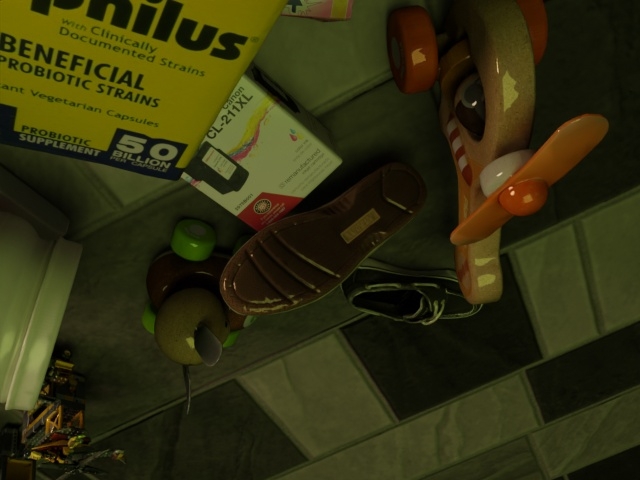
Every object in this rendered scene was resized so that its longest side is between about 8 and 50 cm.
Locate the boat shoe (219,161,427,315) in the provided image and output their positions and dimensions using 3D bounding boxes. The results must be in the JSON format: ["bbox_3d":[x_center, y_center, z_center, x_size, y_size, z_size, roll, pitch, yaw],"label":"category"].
[{"bbox_3d":[0.004,0.007,0.651,0.258,0.095,0.095,-29,87,-16],"label":"boat shoe"}]

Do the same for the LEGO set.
[{"bbox_3d":[-0.439,0.294,0.718,0.331,0.192,0.255,-37,134,13],"label":"LEGO set"}]

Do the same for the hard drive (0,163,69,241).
[{"bbox_3d":[-0.489,0.014,0.620,0.353,0.047,0.233,-35,124,14],"label":"hard drive"}]

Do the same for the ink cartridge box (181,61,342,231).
[{"bbox_3d":[-0.085,-0.107,0.601,0.127,0.072,0.175,-42,123,19],"label":"ink cartridge box"}]

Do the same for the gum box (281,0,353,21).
[{"bbox_3d":[-0.019,-0.286,0.494,0.107,0.062,0.188,0,125,-11],"label":"gum box"}]

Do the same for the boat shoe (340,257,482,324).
[{"bbox_3d":[0.130,0.082,0.781,0.220,0.070,0.077,10,122,-18],"label":"boat shoe"}]

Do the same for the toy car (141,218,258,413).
[{"bbox_3d":[-0.130,0.096,0.664,0.149,0.188,0.155,15,120,-21],"label":"toy car"}]

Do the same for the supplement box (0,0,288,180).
[{"bbox_3d":[-0.121,-0.217,0.341,0.194,0.195,0.356,9,150,-28],"label":"supplement box"}]

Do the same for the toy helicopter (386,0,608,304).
[{"bbox_3d":[0.173,-0.064,0.584,0.140,0.234,0.354,-12,126,-3],"label":"toy helicopter"}]

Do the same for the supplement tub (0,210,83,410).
[{"bbox_3d":[-0.379,0.047,0.519,0.273,0.191,0.191,17,120,-22],"label":"supplement tub"}]
